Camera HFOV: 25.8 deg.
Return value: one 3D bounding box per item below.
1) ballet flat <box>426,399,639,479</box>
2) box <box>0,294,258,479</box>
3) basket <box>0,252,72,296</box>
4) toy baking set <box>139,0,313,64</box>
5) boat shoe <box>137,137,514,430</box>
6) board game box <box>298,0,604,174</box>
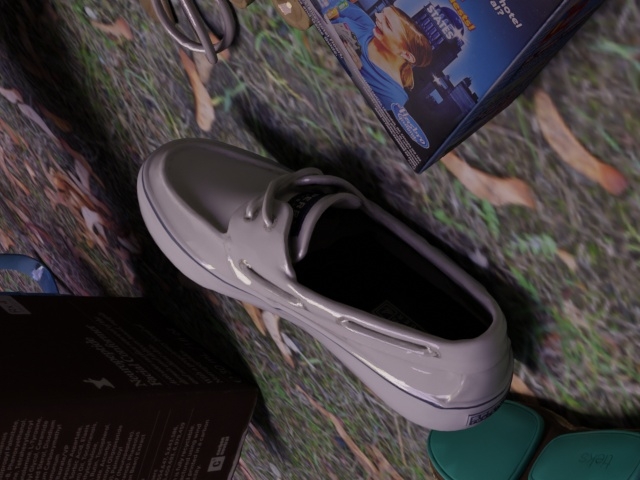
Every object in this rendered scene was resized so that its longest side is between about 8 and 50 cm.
[{"bbox_3d":[0.126,0.129,0.730,0.067,0.073,0.206,43,166,-18],"label":"ballet flat"},{"bbox_3d":[-0.260,0.139,1.130,0.191,0.381,0.143,33,112,40],"label":"box"},{"bbox_3d":[-0.343,0.117,1.400,0.201,0.255,0.289,-48,53,31],"label":"basket"},{"bbox_3d":[-0.088,-0.180,0.717,0.197,0.030,0.256,57,159,-15],"label":"toy baking set"},{"bbox_3d":[0.000,0.000,0.766,0.258,0.095,0.084,30,148,23],"label":"boat shoe"},{"bbox_3d":[0.041,-0.131,0.488,0.194,0.060,0.194,55,158,-8],"label":"board game box"}]
